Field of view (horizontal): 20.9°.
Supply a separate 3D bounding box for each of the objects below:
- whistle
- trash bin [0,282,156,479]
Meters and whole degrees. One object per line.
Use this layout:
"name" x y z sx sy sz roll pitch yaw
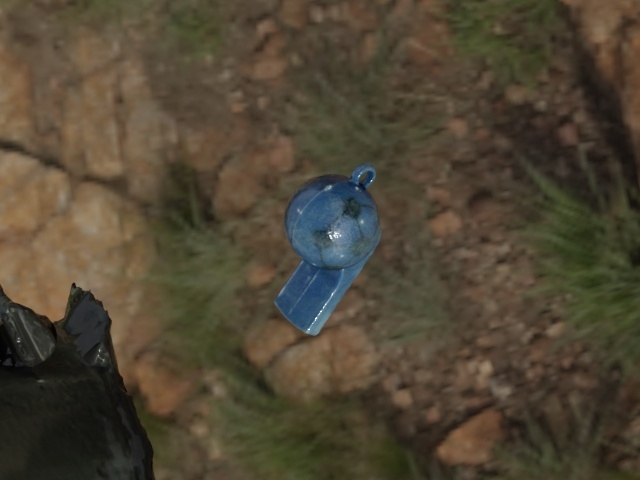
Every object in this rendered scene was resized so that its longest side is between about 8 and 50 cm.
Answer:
"whistle" 0.000 0.000 1.476 0.090 0.090 0.158 40 102 31
"trash bin" -0.232 0.150 0.717 0.203 0.301 0.252 35 128 57
